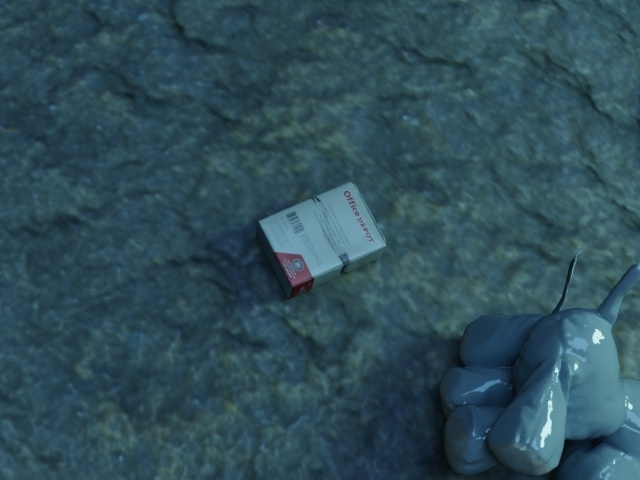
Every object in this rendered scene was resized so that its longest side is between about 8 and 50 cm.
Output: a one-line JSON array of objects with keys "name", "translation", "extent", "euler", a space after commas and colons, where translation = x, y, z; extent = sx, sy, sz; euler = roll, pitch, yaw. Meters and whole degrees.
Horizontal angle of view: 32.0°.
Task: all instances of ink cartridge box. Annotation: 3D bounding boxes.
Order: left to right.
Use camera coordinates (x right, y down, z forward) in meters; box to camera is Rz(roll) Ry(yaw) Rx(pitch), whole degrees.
[{"name": "ink cartridge box", "translation": [0.000, 0.000, 1.409], "extent": [0.135, 0.056, 0.099], "euler": [-23, 73, -15]}]

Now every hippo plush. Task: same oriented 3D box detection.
[{"name": "hippo plush", "translation": [0.300, 0.193, 1.321], "extent": [0.236, 0.234, 0.294], "euler": [38, 82, -24]}]
